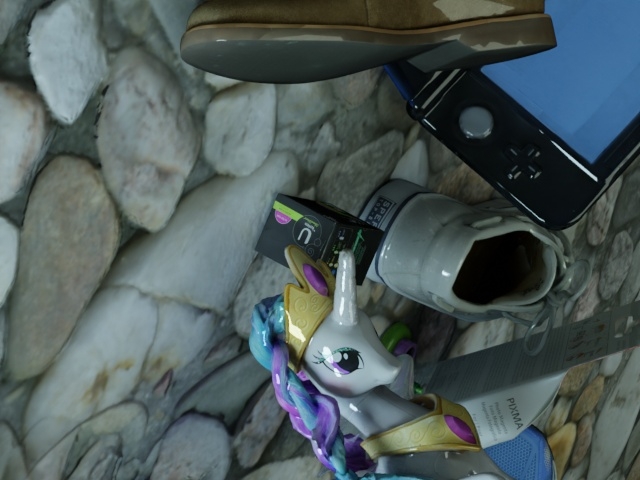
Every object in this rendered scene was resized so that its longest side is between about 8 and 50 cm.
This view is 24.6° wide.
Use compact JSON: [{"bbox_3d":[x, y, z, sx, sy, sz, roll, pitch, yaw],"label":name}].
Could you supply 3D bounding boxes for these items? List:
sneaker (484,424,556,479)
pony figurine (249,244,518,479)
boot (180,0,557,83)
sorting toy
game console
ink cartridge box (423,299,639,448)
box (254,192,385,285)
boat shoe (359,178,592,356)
[{"bbox_3d":[0.148,0.326,1.600,0.330,0.130,0.147,-50,150,-22],"label":"sneaker"},{"bbox_3d":[0.055,0.201,1.142,0.303,0.363,0.351,-41,171,-41],"label":"pony figurine"},{"bbox_3d":[0.030,-0.176,1.040,0.305,0.112,0.115,-10,91,-33],"label":"boot"},{"bbox_3d":[0.073,0.133,1.414,0.102,0.042,0.061,-63,151,-1],"label":"sorting toy"},{"bbox_3d":[0.198,-0.200,1.170,0.293,0.250,0.173,-47,170,-7],"label":"game console"},{"bbox_3d":[0.214,0.133,1.418,0.189,0.232,0.066,-42,116,-73],"label":"ink cartridge box"},{"bbox_3d":[0.000,0.000,1.173,0.083,0.062,0.052,8,107,-59],"label":"box"},{"bbox_3d":[0.182,0.029,1.388,0.367,0.156,0.135,19,97,-60],"label":"boat shoe"}]
